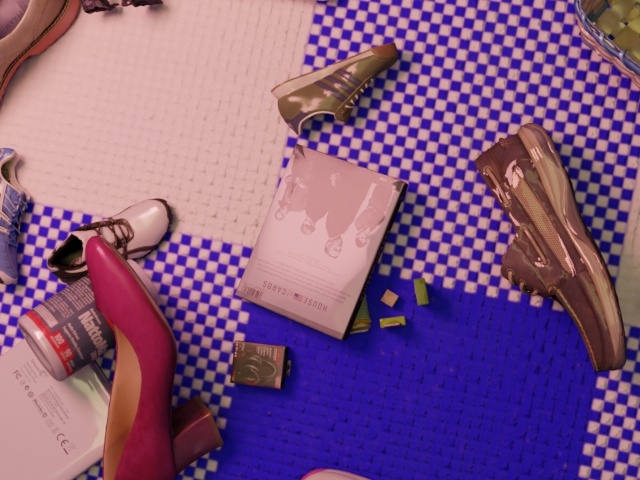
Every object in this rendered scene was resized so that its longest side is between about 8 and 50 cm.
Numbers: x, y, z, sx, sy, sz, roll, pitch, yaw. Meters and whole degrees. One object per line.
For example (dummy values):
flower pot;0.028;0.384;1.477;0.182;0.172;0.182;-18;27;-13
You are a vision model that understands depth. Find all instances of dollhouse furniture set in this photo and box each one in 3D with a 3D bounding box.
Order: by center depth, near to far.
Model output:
dollhouse furniture set;0.077;0.088;1.509;0.152;0.058;0.076;-9;84;7

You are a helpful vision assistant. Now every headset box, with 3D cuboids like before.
headset box;-0.083;0.178;1.537;0.083;0.032;0.062;7;86;9

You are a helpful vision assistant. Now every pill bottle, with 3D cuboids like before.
pill bottle;-0.323;0.107;1.514;0.180;0.108;0.108;-35;81;-22

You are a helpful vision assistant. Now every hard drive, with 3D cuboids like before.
hard drive;-0.451;0.287;1.571;0.319;0.040;0.210;-36;82;3

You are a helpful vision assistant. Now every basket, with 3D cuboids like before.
basket;0.453;-0.305;1.375;0.255;0.289;0.201;42;91;7

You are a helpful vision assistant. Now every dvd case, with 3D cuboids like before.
dvd case;0.000;0.000;1.525;0.179;0.029;0.238;21;89;21

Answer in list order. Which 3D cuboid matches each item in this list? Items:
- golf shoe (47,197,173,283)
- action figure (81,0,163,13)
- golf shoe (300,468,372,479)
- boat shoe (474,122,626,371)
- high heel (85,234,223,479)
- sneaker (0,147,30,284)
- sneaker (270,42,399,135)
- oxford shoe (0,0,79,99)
golf shoe;-0.305;0.002;1.550;0.198;0.094;0.077;-32;81;2
action figure;-0.317;-0.477;1.570;0.164;0.141;0.275;-6;100;9
golf shoe;0.091;0.419;1.442;0.306;0.140;0.115;36;92;10
boat shoe;0.312;0.019;1.463;0.130;0.132;0.355;-23;74;15
high heel;-0.274;0.182;1.434;0.181;0.127;0.377;-29;112;-14
sneaker;-0.474;-0.040;1.581;0.081;0.080;0.211;-13;85;9
sneaker;0.031;-0.212;1.542;0.192;0.064;0.086;-20;91;6
oxford shoe;-0.529;-0.266;1.573;0.140;0.146;0.397;39;91;8
